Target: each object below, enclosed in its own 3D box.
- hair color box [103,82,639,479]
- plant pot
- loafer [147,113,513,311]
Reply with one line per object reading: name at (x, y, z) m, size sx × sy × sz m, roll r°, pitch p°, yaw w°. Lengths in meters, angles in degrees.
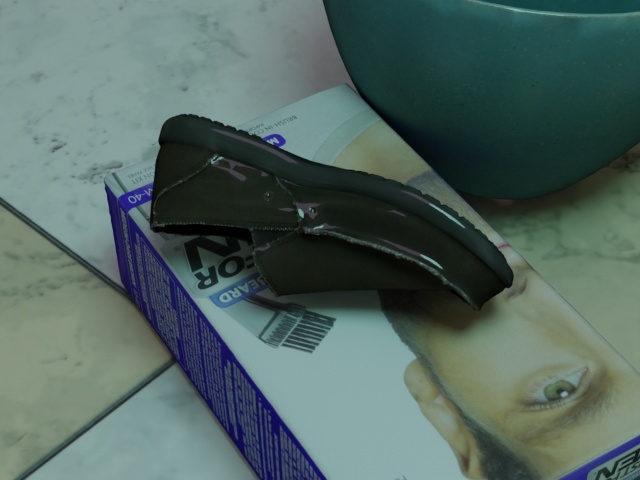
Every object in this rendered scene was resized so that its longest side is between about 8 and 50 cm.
hair color box at (0.027, 0.059, 0.839) m, size 0.185 × 0.110 × 0.339 m, roll -24°, pitch 50°, yaw -21°
plant pot at (0.132, -0.145, 0.963) m, size 0.290 × 0.195 × 0.290 m, roll 3°, pitch 40°, yaw -3°
loafer at (0.000, 0.000, 0.784) m, size 0.220 × 0.080 × 0.078 m, roll 20°, pitch 82°, yaw 20°
